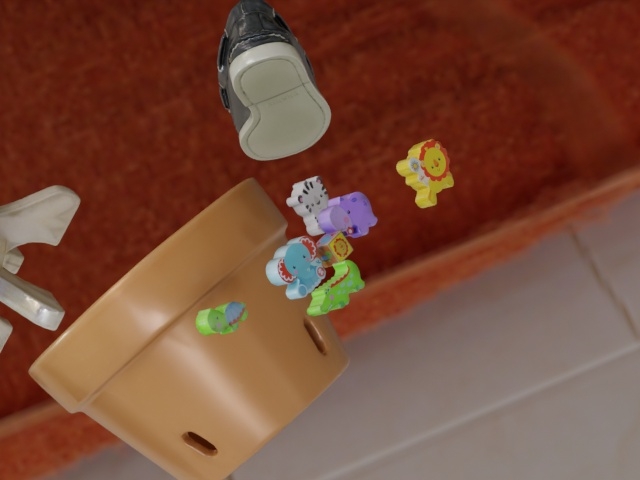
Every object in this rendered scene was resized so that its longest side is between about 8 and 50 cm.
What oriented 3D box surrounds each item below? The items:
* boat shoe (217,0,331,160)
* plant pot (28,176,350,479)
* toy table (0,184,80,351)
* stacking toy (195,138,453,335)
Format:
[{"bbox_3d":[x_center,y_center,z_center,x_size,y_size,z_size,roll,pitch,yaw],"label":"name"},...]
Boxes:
[{"bbox_3d":[-0.070,-0.205,2.260,0.340,0.127,0.113,60,-169,-71],"label":"boat shoe"},{"bbox_3d":[-0.111,0.108,1.732,0.203,0.291,0.291,49,176,0],"label":"plant pot"},{"bbox_3d":[-0.414,0.028,2.138,0.161,0.252,0.274,24,-159,-31],"label":"toy table"},{"bbox_3d":[0.000,0.000,1.549,0.167,0.221,0.052,-16,114,47],"label":"stacking toy"}]
